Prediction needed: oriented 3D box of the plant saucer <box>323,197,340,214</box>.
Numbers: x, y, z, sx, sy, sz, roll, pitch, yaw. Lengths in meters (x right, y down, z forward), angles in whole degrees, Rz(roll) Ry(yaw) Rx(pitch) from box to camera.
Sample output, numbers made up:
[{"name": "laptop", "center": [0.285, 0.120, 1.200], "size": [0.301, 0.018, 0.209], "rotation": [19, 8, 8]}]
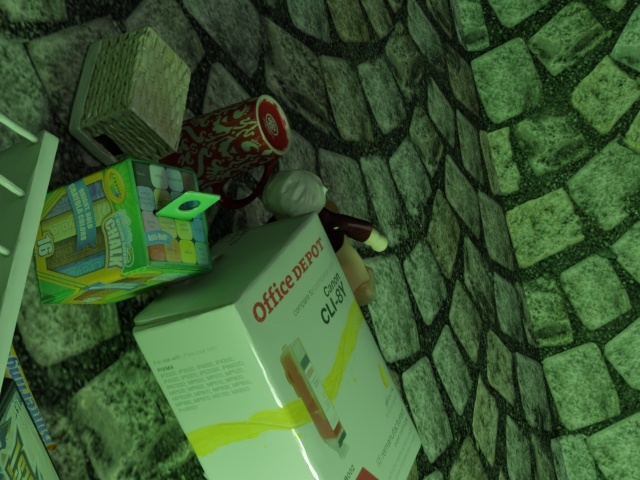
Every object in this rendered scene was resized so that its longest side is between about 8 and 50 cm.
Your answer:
[{"name": "plant saucer", "center": [0.018, -0.044, 1.830], "size": [0.083, 0.015, 0.083], "rotation": [39, 42, -47]}]

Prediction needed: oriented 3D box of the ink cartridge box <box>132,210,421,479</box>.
[{"name": "ink cartridge box", "center": [-0.039, 0.195, 1.277], "size": [0.385, 0.160, 0.279], "rotation": [65, 29, -15]}]

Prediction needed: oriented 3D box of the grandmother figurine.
[{"name": "grandmother figurine", "center": [0.000, 0.000, 1.534], "size": [0.342, 0.207, 0.104], "rotation": [57, 29, -56]}]

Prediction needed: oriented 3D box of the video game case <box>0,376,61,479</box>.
[{"name": "video game case", "center": [-0.300, 0.306, 0.898], "size": [0.248, 0.035, 0.275], "rotation": [-76, 166, -45]}]

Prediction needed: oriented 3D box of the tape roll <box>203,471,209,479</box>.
[{"name": "tape roll", "center": [-0.068, 0.215, 1.466], "size": [0.392, 0.072, 0.392], "rotation": [40, 42, -48]}]

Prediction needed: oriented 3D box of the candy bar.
[{"name": "candy bar", "center": [-0.328, 0.163, 1.070], "size": [0.040, 0.018, 0.162], "rotation": [-32, 103, -62]}]

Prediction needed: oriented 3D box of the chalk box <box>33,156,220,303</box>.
[{"name": "chalk box", "center": [-0.216, -0.011, 1.160], "size": [0.132, 0.213, 0.132], "rotation": [9, 67, -60]}]

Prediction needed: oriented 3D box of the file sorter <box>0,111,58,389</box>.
[{"name": "file sorter", "center": [-0.383, 0.005, 0.874], "size": [0.173, 0.192, 0.278], "rotation": [39, 42, -42]}]

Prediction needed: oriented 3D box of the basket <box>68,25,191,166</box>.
[{"name": "basket", "center": [-0.250, -0.190, 1.319], "size": [0.113, 0.103, 0.167], "rotation": [45, 38, -44]}]

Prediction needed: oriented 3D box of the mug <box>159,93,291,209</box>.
[{"name": "mug", "center": [-0.126, -0.134, 1.445], "size": [0.150, 0.169, 0.113], "rotation": [41, 41, -45]}]
